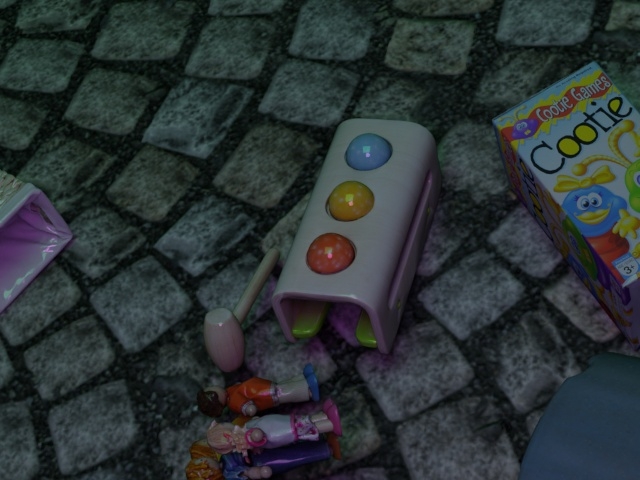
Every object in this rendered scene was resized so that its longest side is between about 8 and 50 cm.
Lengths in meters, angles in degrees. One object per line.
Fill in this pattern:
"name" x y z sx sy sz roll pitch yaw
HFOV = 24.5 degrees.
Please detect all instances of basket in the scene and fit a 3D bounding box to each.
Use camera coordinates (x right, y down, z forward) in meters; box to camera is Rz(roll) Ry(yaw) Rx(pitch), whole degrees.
"basket" -0.421 0.001 1.881 0.103 0.113 0.167 31 71 36

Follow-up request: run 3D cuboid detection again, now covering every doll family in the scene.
"doll family" -0.067 0.223 1.585 0.163 0.263 0.118 -11 97 -6

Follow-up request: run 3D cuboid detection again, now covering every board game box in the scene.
"board game box" 0.329 -0.041 1.655 0.142 0.144 0.275 -29 53 -3

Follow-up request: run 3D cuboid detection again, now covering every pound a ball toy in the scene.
"pound a ball toy" 0.000 0.000 1.711 0.208 0.136 0.319 5 50 20

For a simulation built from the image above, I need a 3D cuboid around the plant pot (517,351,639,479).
"plant pot" 0.375 0.267 1.342 0.334 0.341 0.341 16 63 36
